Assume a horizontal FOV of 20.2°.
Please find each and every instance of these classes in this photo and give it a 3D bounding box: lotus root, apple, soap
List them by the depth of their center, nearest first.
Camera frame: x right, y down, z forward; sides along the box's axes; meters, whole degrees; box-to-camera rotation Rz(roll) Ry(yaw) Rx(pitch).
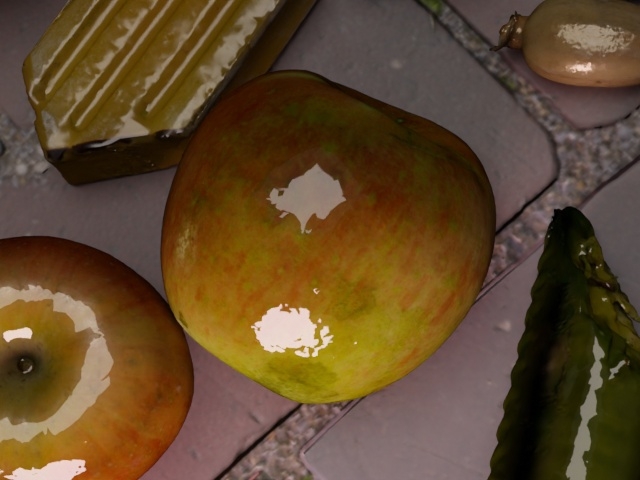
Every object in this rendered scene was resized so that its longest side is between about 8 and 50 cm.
[{"bbox_3d":[0.000,0.000,1.334,0.246,0.246,0.226,30,100,18],"label":"apple"},{"bbox_3d":[-0.213,0.104,1.351,0.235,0.173,0.210,20,79,6],"label":"apple"},{"bbox_3d":[0.208,-0.156,1.401,0.150,0.062,0.073,9,79,12],"label":"lotus root"},{"bbox_3d":[-0.132,-0.155,1.460,0.160,0.080,0.257,32,82,20],"label":"soap"}]

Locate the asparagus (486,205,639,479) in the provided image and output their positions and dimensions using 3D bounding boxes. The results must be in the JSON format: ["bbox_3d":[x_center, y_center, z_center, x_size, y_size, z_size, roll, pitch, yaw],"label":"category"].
[{"bbox_3d":[0.179,0.152,1.286,0.108,0.128,0.382,20,74,-21],"label":"asparagus"}]
